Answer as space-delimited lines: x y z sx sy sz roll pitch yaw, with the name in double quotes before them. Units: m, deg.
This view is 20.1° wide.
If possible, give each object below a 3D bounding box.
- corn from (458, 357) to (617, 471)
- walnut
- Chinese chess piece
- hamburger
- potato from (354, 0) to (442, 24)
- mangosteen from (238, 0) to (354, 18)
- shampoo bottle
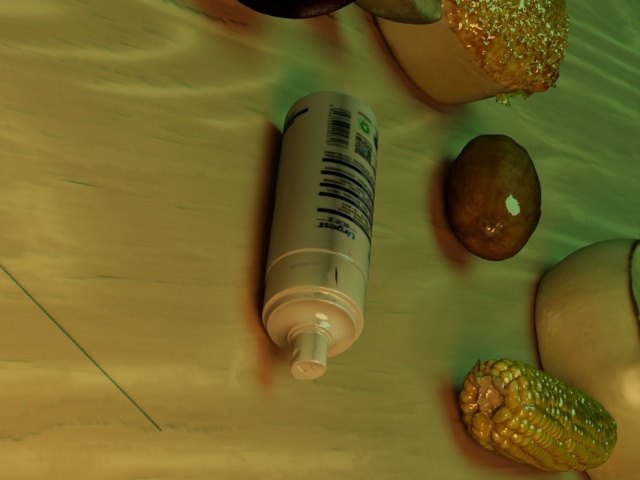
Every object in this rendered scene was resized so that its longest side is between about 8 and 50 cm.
"corn" 0.230 0.191 1.885 0.310 0.101 0.101 31 44 -56
"walnut" 0.191 -0.053 1.995 0.116 0.115 0.207 57 20 -24
"Chinese chess piece" 0.387 0.161 2.172 0.338 0.140 0.338 47 31 -39
"hamburger" 0.173 -0.292 2.052 0.294 0.179 0.276 22 52 -58
"potato" 0.059 -0.336 1.803 0.112 0.269 0.255 -20 98 -47
"mangosteen" -0.022 -0.314 1.686 0.211 0.211 0.250 63 -1 -12
"shampoo bottle" 0.000 0.000 1.580 0.092 0.092 0.303 49 32 -36
